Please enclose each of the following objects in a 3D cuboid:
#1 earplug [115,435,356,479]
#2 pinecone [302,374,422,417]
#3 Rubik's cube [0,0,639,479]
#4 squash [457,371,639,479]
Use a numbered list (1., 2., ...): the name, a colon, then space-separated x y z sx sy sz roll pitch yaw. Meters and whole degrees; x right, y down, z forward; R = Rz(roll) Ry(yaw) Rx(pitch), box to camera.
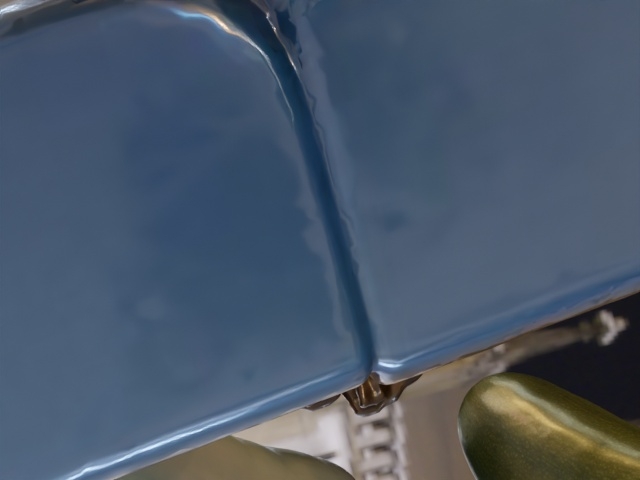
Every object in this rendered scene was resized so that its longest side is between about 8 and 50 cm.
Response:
1. earplug: -0.141 0.159 0.871 0.185 0.324 0.185 -31 -137 34
2. pinecone: 0.000 0.000 1.063 0.309 0.244 0.244 -88 -173 -63
3. Rubik's cube: -0.125 -0.143 0.431 0.346 0.344 0.347 -135 -153 -65
4. squash: 0.131 0.108 0.602 0.258 0.069 0.069 20 -66 59
